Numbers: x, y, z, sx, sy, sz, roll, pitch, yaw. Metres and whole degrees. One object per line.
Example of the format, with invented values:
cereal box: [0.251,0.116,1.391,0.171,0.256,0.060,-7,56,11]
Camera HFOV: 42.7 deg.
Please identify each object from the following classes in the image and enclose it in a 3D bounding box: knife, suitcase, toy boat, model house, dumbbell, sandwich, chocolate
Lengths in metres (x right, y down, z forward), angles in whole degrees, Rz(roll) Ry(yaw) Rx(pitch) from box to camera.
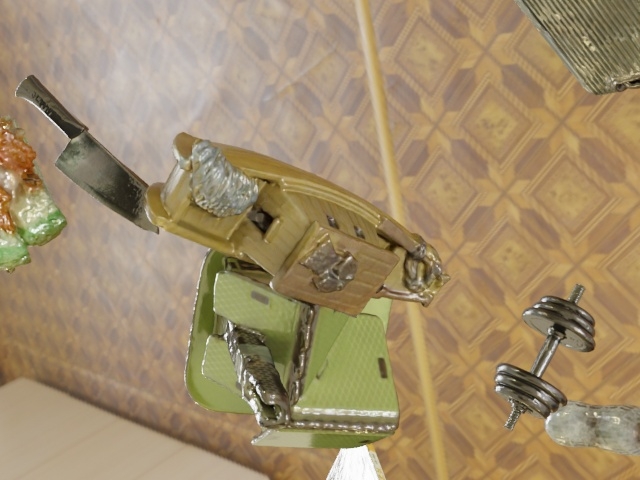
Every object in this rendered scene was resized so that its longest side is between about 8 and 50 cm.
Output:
knife: [-0.250,-0.086,0.880,0.230,0.028,0.060,42,99,10]
suitcase: [0.366,-0.333,1.043,0.312,0.128,0.202,41,153,-27]
toy boat: [0.000,0.000,0.693,0.089,0.321,0.121,-55,43,15]
model house: [0.000,0.126,0.771,0.278,0.218,0.205,-138,55,-70]
dumbbell: [0.285,0.147,1.039,0.099,0.208,0.099,29,168,7]
sandwich: [-0.328,-0.079,0.798,0.185,0.109,0.160,47,155,33]
chocolate: [0.405,0.269,1.177,0.167,0.072,0.072,-3,109,34]

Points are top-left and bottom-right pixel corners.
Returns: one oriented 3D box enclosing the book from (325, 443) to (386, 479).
book: [0.048,0.419,1.163,0.295,0.020,0.208,-115,46,-65]
